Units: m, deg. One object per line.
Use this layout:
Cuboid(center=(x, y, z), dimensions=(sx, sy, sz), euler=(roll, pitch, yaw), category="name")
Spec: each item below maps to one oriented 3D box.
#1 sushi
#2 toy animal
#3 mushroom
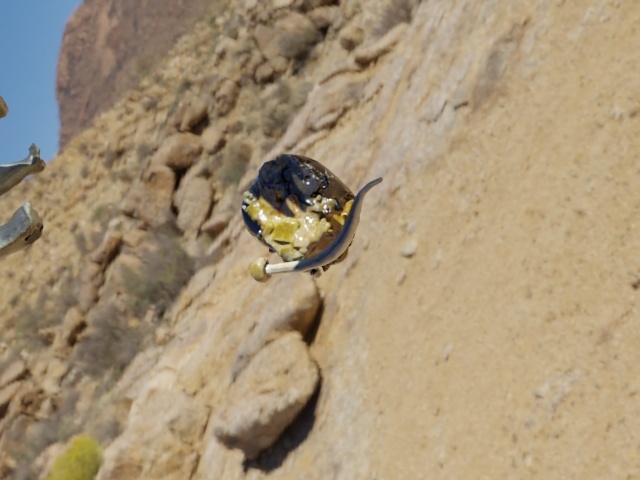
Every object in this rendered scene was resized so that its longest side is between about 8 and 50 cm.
Cuboid(center=(-0.033, -0.036, 1.696), dimensions=(0.213, 0.200, 0.204), euler=(-41, -24, 16), category="sushi")
Cuboid(center=(-0.295, -0.042, 0.731), dimensions=(0.225, 0.121, 0.094), euler=(-105, -8, -48), category="toy animal")
Cuboid(center=(-0.001, 0.002, 1.403), dimensions=(0.306, 0.068, 0.043), euler=(-31, 13, 38), category="mushroom")
